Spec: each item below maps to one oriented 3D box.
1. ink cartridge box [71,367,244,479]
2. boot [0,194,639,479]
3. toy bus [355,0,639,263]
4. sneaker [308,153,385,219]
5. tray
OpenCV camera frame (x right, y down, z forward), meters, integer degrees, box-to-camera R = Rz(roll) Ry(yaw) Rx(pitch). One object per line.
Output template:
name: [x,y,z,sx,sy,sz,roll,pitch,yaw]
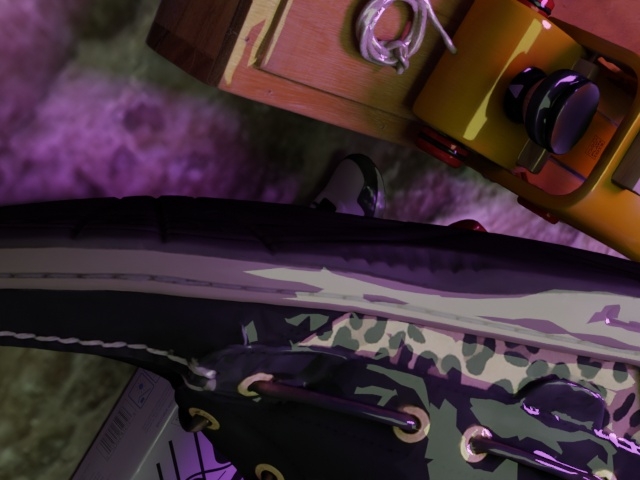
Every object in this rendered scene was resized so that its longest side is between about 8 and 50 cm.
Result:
ink cartridge box: [-0.101,0.162,0.714,0.097,0.046,0.207,28,96,-45]
boot: [-0.011,0.130,0.584,0.377,0.138,0.284,6,100,-12]
toy bus: [0.135,-0.056,0.634,0.202,0.104,0.191,-28,130,-25]
sneaker: [0.000,0.000,0.705,0.044,0.040,0.109,14,105,-42]
tray: [0.119,-0.139,0.698,0.411,0.076,0.203,11,108,-45]
